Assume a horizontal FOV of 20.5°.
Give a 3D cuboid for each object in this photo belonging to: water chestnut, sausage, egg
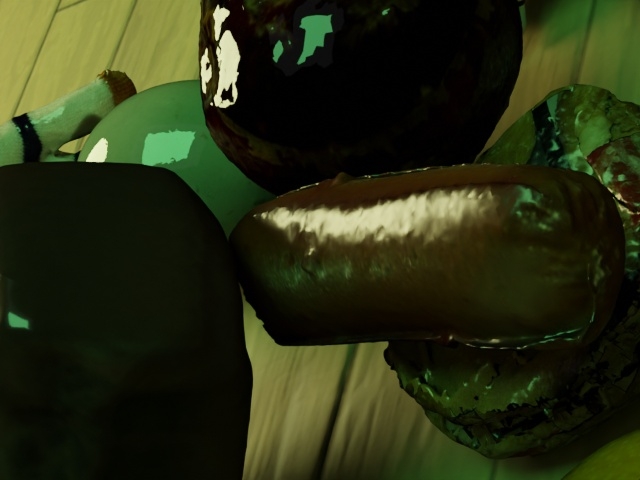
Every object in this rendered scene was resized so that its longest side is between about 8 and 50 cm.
[{"bbox_3d":[0.028,-0.113,1.160,0.223,0.238,0.224,-16,57,26],"label":"water chestnut"},{"bbox_3d":[0.052,0.006,0.974,0.330,0.102,0.102,-3,55,59],"label":"sausage"},{"bbox_3d":[-0.096,-0.044,1.314,0.192,0.149,0.149,-13,49,33],"label":"egg"}]

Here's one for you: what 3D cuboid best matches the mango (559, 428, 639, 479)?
[{"bbox_3d":[0.142,0.220,0.828,0.177,0.120,0.295,17,73,45],"label":"mango"}]

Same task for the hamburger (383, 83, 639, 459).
[{"bbox_3d":[0.136,0.024,1.030,0.231,0.107,0.231,-30,42,32],"label":"hamburger"}]

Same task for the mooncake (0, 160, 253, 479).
[{"bbox_3d":[-0.136,0.110,1.081,0.334,0.174,0.326,148,122,-68],"label":"mooncake"}]

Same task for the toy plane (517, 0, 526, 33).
[{"bbox_3d":[0.133,-0.255,1.233,0.244,0.117,0.245,5,96,57],"label":"toy plane"}]

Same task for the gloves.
[{"bbox_3d":[-0.196,-0.047,1.477,0.218,0.131,0.140,-14,37,-2],"label":"gloves"}]
